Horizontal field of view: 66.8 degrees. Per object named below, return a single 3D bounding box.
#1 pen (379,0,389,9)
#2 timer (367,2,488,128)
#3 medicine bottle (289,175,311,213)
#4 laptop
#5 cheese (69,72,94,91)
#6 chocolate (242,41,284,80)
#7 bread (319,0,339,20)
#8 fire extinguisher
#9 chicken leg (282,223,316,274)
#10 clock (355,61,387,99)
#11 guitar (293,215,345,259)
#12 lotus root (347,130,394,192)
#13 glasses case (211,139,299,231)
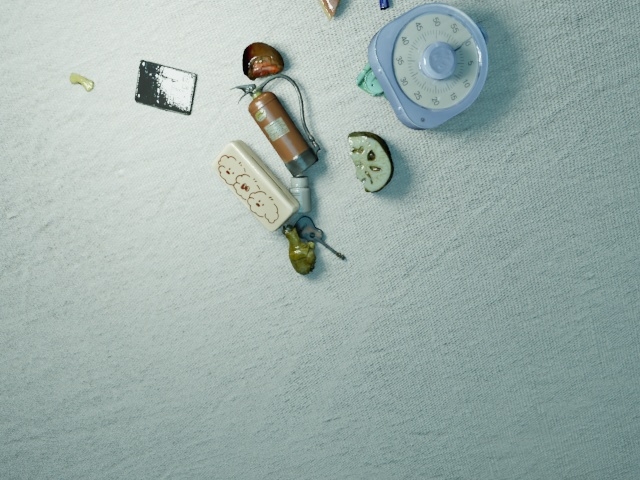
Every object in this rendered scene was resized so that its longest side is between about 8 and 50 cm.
[{"bbox_3d":[0.194,-0.914,1.617,0.033,0.033,0.269,-10,102,4],"label":"pen"},{"bbox_3d":[0.378,-0.588,1.598,0.395,0.173,0.395,-1,100,-5],"label":"timer"},{"bbox_3d":[-0.074,-0.168,1.779,0.080,0.080,0.130,-2,103,2],"label":"medicine bottle"},{"bbox_3d":[-0.554,-0.543,1.733,0.207,0.026,0.154,14,103,-2],"label":"laptop"},{"bbox_3d":[-0.854,-0.565,1.735,0.083,0.030,0.044,22,97,-9],"label":"cheese"},{"bbox_3d":[-0.194,-0.609,1.662,0.133,0.124,0.127,1,102,-30],"label":"chocolate"},{"bbox_3d":[0.031,-0.850,1.618,0.119,0.067,0.192,-26,100,16],"label":"bread"},{"bbox_3d":[-0.132,-0.426,1.717,0.200,0.113,0.376,-40,102,-19],"label":"fire extinguisher"},{"bbox_3d":[-0.075,0.032,1.810,0.103,0.088,0.228,-6,118,20],"label":"chicken leg"},{"bbox_3d":[0.198,-0.555,1.697,0.135,0.041,0.101,35,102,-6],"label":"clock"},{"bbox_3d":[0.000,0.000,1.846,0.233,0.025,0.088,37,102,-8],"label":"guitar"},{"bbox_3d":[0.184,-0.285,1.723,0.138,0.119,0.235,-21,101,12],"label":"lotus root"},{"bbox_3d":[-0.233,-0.195,1.740,0.336,0.076,0.144,47,118,1],"label":"glasses case"}]
